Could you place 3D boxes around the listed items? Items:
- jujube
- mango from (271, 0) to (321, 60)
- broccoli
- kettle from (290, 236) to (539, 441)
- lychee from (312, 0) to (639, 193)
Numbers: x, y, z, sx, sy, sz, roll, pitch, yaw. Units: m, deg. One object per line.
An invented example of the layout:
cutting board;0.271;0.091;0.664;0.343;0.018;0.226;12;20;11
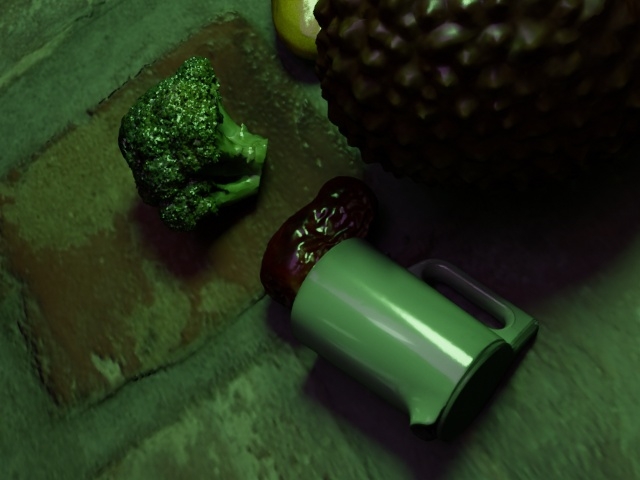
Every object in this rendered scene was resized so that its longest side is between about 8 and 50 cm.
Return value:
jujube;0.000;0.000;0.682;0.077;0.077;0.129;23;70;30
mango;-0.006;-0.266;0.814;0.098;0.075;0.190;-4;71;30
broccoli;-0.121;-0.083;0.744;0.138;0.146;0.162;10;50;-7
kettle;0.069;0.073;0.617;0.148;0.127;0.098;33;113;29
lychee;0.134;-0.169;0.586;0.304;0.276;0.276;-31;56;-16
